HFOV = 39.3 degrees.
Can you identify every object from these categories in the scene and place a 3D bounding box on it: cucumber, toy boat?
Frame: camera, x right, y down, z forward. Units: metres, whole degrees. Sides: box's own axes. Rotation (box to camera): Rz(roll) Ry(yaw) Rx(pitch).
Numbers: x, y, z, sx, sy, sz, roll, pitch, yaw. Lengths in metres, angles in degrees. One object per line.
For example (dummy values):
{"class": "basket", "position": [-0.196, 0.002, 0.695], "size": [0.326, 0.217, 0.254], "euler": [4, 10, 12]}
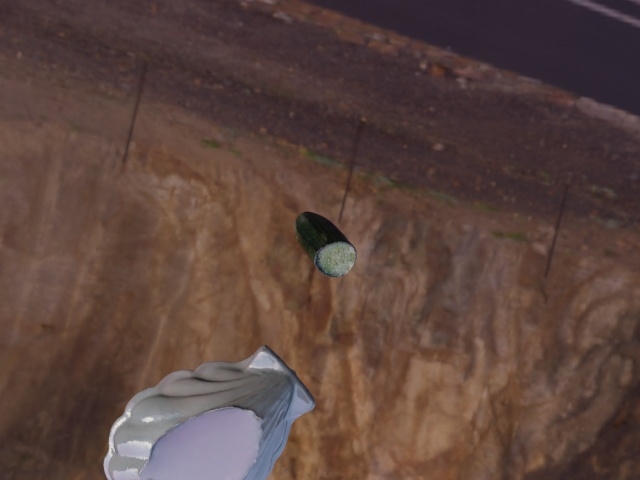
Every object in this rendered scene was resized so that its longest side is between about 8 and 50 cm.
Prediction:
{"class": "cucumber", "position": [0.000, 0.000, 1.011], "size": [0.048, 0.048, 0.105], "euler": [13, -160, -30]}
{"class": "toy boat", "position": [-0.146, 0.258, 1.121], "size": [0.199, 0.290, 0.100], "euler": [48, -173, -11]}
